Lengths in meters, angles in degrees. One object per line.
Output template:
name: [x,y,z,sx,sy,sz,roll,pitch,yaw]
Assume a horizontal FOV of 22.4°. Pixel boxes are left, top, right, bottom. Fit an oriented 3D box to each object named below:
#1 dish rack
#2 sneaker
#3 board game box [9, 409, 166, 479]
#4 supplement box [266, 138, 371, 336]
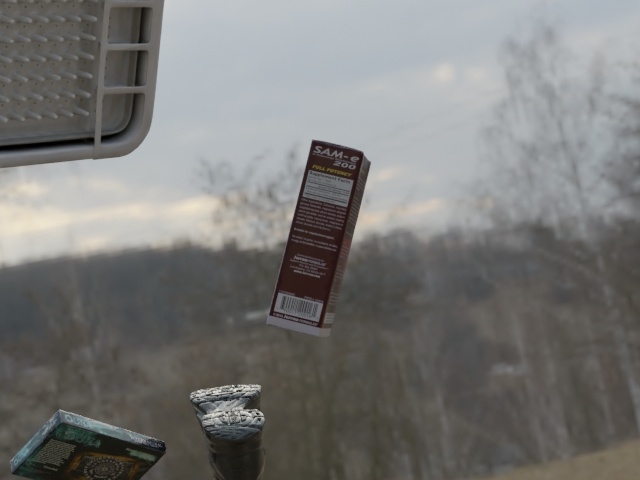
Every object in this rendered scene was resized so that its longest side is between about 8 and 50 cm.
dish rack: [-0.342,-0.236,1.953,0.072,0.285,0.333,22,22,40]
sneaker: [-0.130,0.287,2.320,0.109,0.130,0.286,-5,12,-2]
board game box: [-0.329,0.309,2.297,0.186,0.026,0.126,24,-58,-38]
supplement box: [0.000,0.000,2.051,0.073,0.239,0.130,14,-2,7]
